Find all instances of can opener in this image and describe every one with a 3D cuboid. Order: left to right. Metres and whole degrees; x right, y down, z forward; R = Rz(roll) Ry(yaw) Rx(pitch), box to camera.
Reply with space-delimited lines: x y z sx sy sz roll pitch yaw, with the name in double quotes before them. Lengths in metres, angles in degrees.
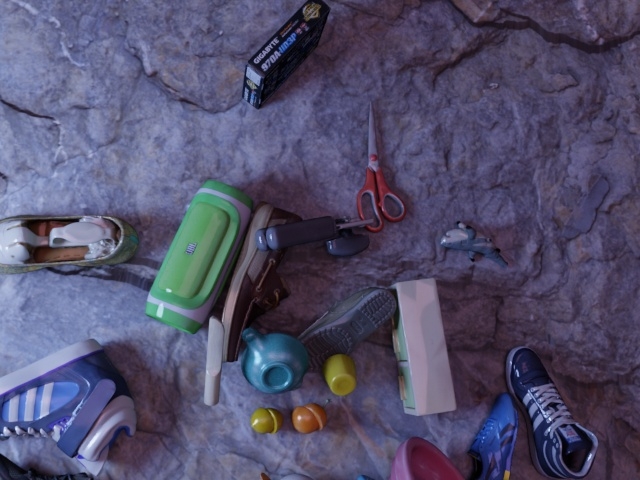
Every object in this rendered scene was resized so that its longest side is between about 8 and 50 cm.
"can opener" 0.000 0.000 1.382 0.283 0.076 0.095 -13 93 -40

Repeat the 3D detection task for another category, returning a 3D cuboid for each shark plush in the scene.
"shark plush" 0.347 0.015 1.514 0.161 0.073 0.067 27 96 -24

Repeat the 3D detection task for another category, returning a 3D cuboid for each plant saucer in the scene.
"plant saucer" 0.231 0.533 1.262 0.084 0.332 0.332 -38 86 15

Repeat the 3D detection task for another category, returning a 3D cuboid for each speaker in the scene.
"speaker" -0.242 0.033 1.366 0.131 0.131 0.297 23 76 -4

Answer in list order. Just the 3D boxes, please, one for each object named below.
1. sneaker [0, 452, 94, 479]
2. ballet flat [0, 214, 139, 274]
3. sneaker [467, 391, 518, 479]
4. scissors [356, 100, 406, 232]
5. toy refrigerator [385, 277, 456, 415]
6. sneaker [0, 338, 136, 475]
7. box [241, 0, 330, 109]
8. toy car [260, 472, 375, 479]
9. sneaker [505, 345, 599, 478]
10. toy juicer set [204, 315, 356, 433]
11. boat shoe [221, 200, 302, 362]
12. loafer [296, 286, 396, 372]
"sneaker" -0.511 0.456 1.263 0.227 0.087 0.130 44 74 -2
"ballet flat" -0.539 0.000 1.332 0.348 0.123 0.123 -2 79 -9
"sneaker" 0.358 0.418 1.411 0.082 0.069 0.209 15 78 -6
"scissors" 0.110 -0.166 1.512 0.109 0.021 0.297 -14 83 -9
"toy refrigerator" 0.203 0.222 1.410 0.094 0.102 0.270 -7 81 -10
"sneaker" -0.508 0.354 1.257 0.322 0.130 0.236 -28 80 -18
"box" -0.076 -0.401 1.450 0.051 0.175 0.220 41 76 0
"toy car" -0.025 0.522 1.277 0.238 0.210 0.219 30 87 11
"sneaker" 0.479 0.355 1.399 0.099 0.153 0.282 -12 81 -12
"toy juicer set" -0.107 0.275 1.336 0.329 0.089 0.209 23 108 -18
"boat shoe" -0.119 0.092 1.379 0.123 0.123 0.342 17 71 -4
"loafer" 0.044 0.183 1.409 0.251 0.087 0.094 -33 107 -1
